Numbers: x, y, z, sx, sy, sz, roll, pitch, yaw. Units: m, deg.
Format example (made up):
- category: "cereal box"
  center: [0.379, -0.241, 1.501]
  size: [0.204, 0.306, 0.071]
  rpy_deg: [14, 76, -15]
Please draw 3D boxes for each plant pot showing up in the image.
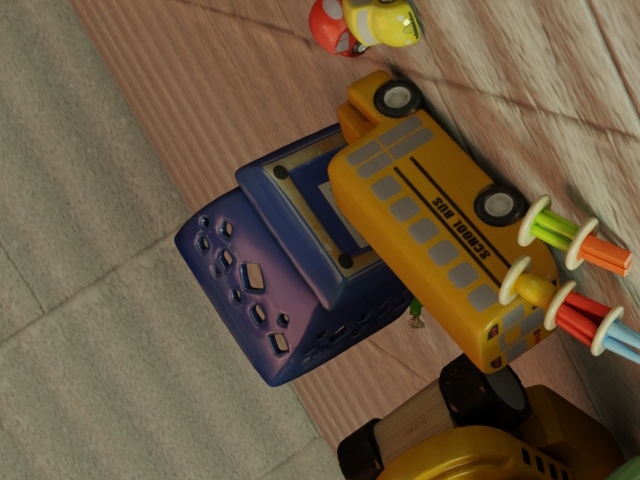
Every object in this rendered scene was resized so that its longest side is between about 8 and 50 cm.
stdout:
- category: "plant pot"
  center: [0.000, 0.000, 1.874]
  size: [0.236, 0.236, 0.212]
  rpy_deg: [55, 143, 12]

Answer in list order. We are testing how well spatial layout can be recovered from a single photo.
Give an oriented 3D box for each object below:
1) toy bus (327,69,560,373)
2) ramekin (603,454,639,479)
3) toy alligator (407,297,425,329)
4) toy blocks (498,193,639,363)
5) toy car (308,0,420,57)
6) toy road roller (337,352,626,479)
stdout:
- category: "toy bus"
  center: [0.117, -0.027, 1.607]
  size: [0.333, 0.130, 0.108]
  rpy_deg: [50, 167, 32]
- category: "ramekin"
  center: [0.336, 0.335, 1.401]
  size: [0.303, 0.148, 0.303]
  rpy_deg: [27, 135, 30]
- category: "toy alligator"
  center: [0.127, 0.063, 2.045]
  size: [0.190, 0.056, 0.051]
  rpy_deg: [81, -165, -68]
- category: "toy blocks"
  center: [0.245, 0.041, 1.409]
  size: [0.148, 0.054, 0.123]
  rpy_deg: [29, 127, 21]
- category: "toy car"
  center: [-0.001, -0.283, 1.593]
  size: [0.225, 0.053, 0.239]
  rpy_deg: [59, 169, -11]
- category: "toy road roller"
  center: [0.189, 0.288, 1.630]
  size: [0.329, 0.202, 0.240]
  rpy_deg: [32, -151, -41]
